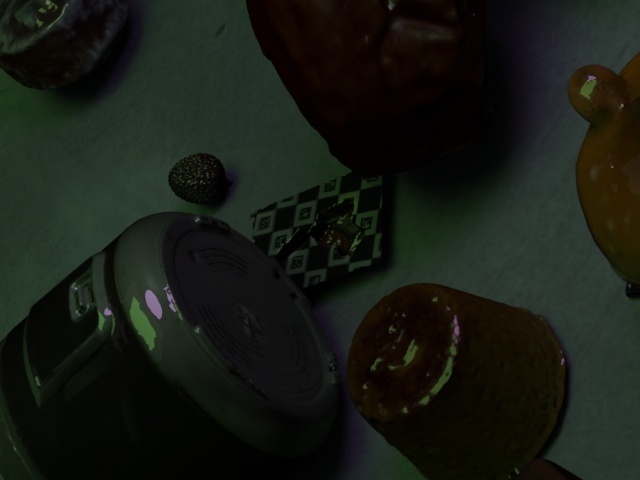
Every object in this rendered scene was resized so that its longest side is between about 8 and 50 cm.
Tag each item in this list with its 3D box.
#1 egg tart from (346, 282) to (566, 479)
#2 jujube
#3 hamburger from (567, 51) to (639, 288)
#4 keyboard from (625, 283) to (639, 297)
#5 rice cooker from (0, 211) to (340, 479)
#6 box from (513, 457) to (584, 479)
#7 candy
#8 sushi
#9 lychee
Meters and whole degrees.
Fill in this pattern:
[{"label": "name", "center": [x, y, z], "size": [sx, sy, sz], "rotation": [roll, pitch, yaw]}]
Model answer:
[{"label": "egg tart", "center": [0.123, 0.137, 1.527], "size": [0.202, 0.147, 0.202], "rotation": [-22, 55, 35]}, {"label": "jujube", "center": [0.053, -0.260, 1.685], "size": [0.276, 0.276, 0.377], "rotation": [-23, 91, 35]}, {"label": "hamburger", "center": [0.342, -0.069, 1.362], "size": [0.276, 0.237, 0.276], "rotation": [-20, 55, 32]}, {"label": "keyboard", "center": [0.327, -0.018, 1.517], "size": [0.053, 0.010, 0.155], "rotation": [-8, 61, 44]}, {"label": "rice cooker", "center": [-0.185, 0.163, 1.691], "size": [0.325, 0.335, 0.335], "rotation": [-40, 44, 23]}, {"label": "box", "center": [0.237, 0.361, 1.208], "size": [0.229, 0.239, 0.339], "rotation": [-54, 41, 3]}, {"label": "candy", "center": [-0.400, -0.330, 2.334], "size": [0.214, 0.157, 0.289], "rotation": [-47, 33, -8]}, {"label": "sushi", "center": [0.000, 0.000, 1.824], "size": [0.201, 0.031, 0.139], "rotation": [-20, 53, 33]}, {"label": "lychee", "center": [-0.154, -0.079, 1.999], "size": [0.068, 0.083, 0.067], "rotation": [-124, 31, -81]}]
